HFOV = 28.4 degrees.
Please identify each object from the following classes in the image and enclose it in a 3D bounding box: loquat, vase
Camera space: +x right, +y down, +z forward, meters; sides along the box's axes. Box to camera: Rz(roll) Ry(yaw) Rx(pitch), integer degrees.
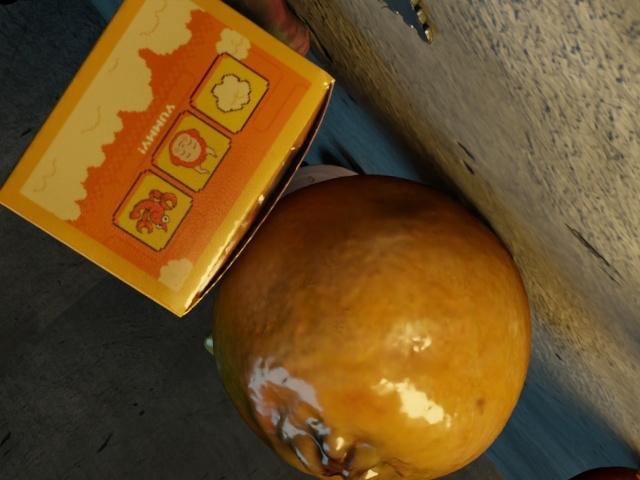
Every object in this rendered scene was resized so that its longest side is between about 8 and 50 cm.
[{"bbox_3d":[0.049,0.092,1.252,0.328,0.328,0.328,50,175,6],"label":"loquat"},{"bbox_3d":[-0.069,-0.239,1.203,0.086,0.086,0.214,47,179,29],"label":"vase"}]

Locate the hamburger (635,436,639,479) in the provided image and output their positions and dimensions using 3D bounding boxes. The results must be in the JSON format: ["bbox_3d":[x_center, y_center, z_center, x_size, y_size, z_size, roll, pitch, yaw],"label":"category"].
[{"bbox_3d":[0.314,0.193,0.945,0.137,0.087,0.166,50,176,-9],"label":"hamburger"}]

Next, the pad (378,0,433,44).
[{"bbox_3d":[-0.032,-0.284,0.903,0.269,0.012,0.269,46,174,36],"label":"pad"}]

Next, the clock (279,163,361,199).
[{"bbox_3d":[0.000,0.000,1.665,0.197,0.197,0.068,50,176,0],"label":"clock"}]

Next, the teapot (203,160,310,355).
[{"bbox_3d":[-0.002,0.050,1.793,0.239,0.239,0.321,29,-159,1],"label":"teapot"}]

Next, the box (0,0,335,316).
[{"bbox_3d":[-0.146,-0.089,1.228,0.214,0.259,0.283,32,177,-7],"label":"box"}]

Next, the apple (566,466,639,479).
[{"bbox_3d":[0.323,0.357,1.384,0.234,0.234,0.234,50,175,6],"label":"apple"}]

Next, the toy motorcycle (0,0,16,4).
[{"bbox_3d":[-0.207,-0.305,1.069,0.125,0.213,0.358,54,170,2],"label":"toy motorcycle"}]
